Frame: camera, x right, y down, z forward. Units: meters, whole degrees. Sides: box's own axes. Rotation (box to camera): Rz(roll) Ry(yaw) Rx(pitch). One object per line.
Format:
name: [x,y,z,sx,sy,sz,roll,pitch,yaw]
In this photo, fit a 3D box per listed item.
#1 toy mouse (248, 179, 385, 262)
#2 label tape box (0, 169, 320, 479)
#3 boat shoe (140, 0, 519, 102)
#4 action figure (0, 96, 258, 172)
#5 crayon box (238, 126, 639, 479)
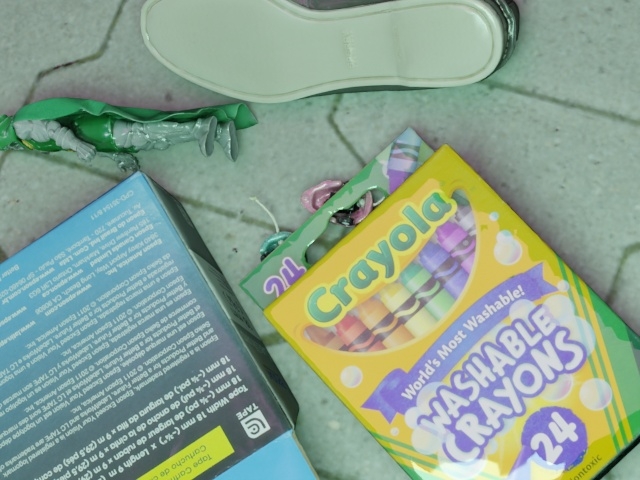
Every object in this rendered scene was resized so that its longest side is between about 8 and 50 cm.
toy mouse: [0.000,0.000,1.447,0.143,0.031,0.161,27,82,21]
label tape box: [-0.156,0.147,1.405,0.241,0.106,0.333,-33,68,3]
boat shoe: [0.011,-0.182,1.479,0.335,0.095,0.112,4,111,20]
action figure: [-0.188,-0.095,1.494,0.232,0.137,0.063,2,87,25]
crayon box: [0.103,0.074,1.346,0.203,0.083,0.323,-43,74,-3]
